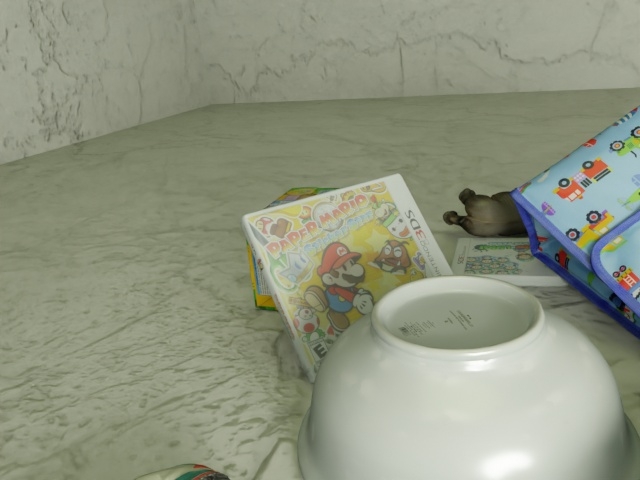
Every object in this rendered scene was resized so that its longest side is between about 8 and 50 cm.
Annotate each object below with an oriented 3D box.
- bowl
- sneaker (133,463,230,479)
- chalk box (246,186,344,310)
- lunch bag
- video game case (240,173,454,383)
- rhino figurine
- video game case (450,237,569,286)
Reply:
[{"bbox_3d":[0.120,0.118,0.546,0.298,0.134,0.298,-6,19,2],"label":"bowl"},{"bbox_3d":[-0.149,0.221,0.482,0.161,0.057,0.075,-20,7,-29],"label":"sneaker"},{"bbox_3d":[0.000,0.000,0.908,0.132,0.132,0.213,2,21,21],"label":"chalk box"},{"bbox_3d":[0.404,-0.004,0.713,0.221,0.138,0.293,-35,39,2],"label":"lunch bag"},{"bbox_3d":[0.046,0.033,0.743,0.227,0.206,0.026,-17,-18,-26],"label":"video game case"},{"bbox_3d":[0.332,-0.046,1.013,0.243,0.073,0.106,-3,14,-10],"label":"rhino figurine"},{"bbox_3d":[0.271,0.028,0.904,0.157,0.019,0.143,0,21,18],"label":"video game case"}]
